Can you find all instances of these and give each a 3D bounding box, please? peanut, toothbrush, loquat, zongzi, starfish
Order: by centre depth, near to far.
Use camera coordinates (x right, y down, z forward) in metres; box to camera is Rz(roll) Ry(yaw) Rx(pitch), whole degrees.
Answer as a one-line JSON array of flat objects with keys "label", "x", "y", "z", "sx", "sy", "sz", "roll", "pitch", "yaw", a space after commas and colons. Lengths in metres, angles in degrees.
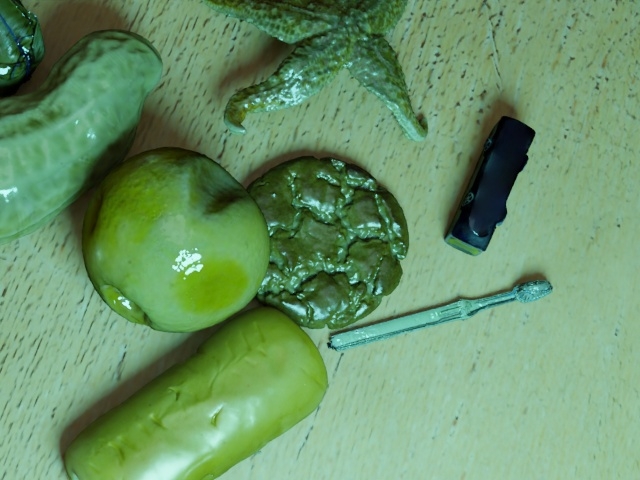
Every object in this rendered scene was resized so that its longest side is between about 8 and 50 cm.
[{"label": "loquat", "x": -0.156, "y": -0.003, "z": 1.353, "sx": 0.213, "sy": 0.213, "sz": 0.213, "roll": 3, "pitch": 74, "yaw": -11}, {"label": "peanut", "x": -0.306, "y": -0.118, "z": 1.390, "sx": 0.153, "sy": 0.140, "sz": 0.325, "roll": 35, "pitch": 68, "yaw": 16}, {"label": "zongzi", "x": -0.401, "y": -0.339, "z": 1.443, "sx": 0.260, "sy": 0.123, "sz": 0.289, "roll": 29, "pitch": 67, "yaw": -8}, {"label": "toothbrush", "x": 0.148, "y": 0.090, "z": 1.488, "sx": 0.294, "sy": 0.028, "sz": 0.026, "roll": -15, "pitch": 77, "yaw": -10}, {"label": "starfish", "x": 0.017, "y": -0.248, "z": 1.519, "sx": 0.375, "sy": 0.094, "sz": 0.327, "roll": -36, "pitch": 83, "yaw": -24}]

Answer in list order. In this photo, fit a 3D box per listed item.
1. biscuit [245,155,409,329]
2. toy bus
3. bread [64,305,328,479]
[{"label": "biscuit", "x": 0.000, "y": 0.000, "z": 1.471, "sx": 0.225, "sy": 0.042, "sz": 0.226, "roll": 4, "pitch": 73, "yaw": -12}, {"label": "toy bus", "x": 0.208, "y": -0.066, "z": 1.518, "sx": 0.057, "sy": 0.072, "sz": 0.172, "roll": 26, "pitch": 73, "yaw": -3}, {"label": "bread", "x": -0.132, "y": 0.198, "z": 1.364, "sx": 0.305, "sy": 0.091, "sz": 0.142, "roll": -36, "pitch": 79, "yaw": -19}]
